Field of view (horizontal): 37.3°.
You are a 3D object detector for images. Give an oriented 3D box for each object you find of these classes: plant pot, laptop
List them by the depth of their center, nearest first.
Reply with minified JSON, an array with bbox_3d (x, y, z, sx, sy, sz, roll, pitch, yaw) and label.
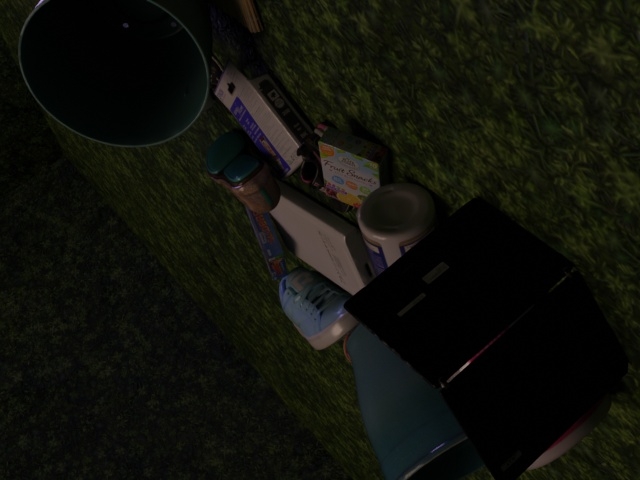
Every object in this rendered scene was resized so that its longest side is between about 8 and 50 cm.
[{"bbox_3d":[0.207,0.118,1.174,0.264,0.234,0.137,40,159,34],"label":"laptop"},{"bbox_3d":[0.174,0.230,1.501,0.255,0.271,0.272,61,169,25],"label":"plant pot"},{"bbox_3d":[-0.306,-0.338,1.523,0.235,0.292,0.293,-85,-20,-45],"label":"plant pot"}]

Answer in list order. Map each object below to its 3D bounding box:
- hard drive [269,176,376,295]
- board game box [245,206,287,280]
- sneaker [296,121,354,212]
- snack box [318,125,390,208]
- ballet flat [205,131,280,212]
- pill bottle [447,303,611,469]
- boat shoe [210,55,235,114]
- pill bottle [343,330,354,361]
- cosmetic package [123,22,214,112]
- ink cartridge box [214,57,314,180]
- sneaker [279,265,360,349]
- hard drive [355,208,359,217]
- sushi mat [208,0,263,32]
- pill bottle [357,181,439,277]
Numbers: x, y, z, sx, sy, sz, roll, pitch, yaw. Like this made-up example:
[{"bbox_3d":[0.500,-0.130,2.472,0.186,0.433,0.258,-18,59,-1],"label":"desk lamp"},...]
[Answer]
[{"bbox_3d":[0.000,0.000,1.839,0.307,0.040,0.203,34,156,48],"label":"hard drive"},{"bbox_3d":[-0.122,-0.031,1.992,0.136,0.035,0.201,85,164,-67],"label":"board game box"},{"bbox_3d":[0.004,-0.107,1.535,0.072,0.077,0.178,38,159,44],"label":"sneaker"},{"bbox_3d":[0.053,-0.102,1.429,0.100,0.037,0.141,21,153,18],"label":"snack box"},{"bbox_3d":[-0.146,-0.120,1.805,0.106,0.107,0.316,51,-178,-24],"label":"ballet flat"},{"bbox_3d":[0.242,0.152,1.282,0.283,0.160,0.160,51,164,5],"label":"pill bottle"},{"bbox_3d":[-0.188,-0.289,1.745,0.125,0.038,0.046,56,164,-11],"label":"boat shoe"},{"bbox_3d":[0.109,0.219,1.922,0.086,0.086,0.152,55,164,-9],"label":"pill bottle"},{"bbox_3d":[-0.349,-0.358,1.860,0.224,0.138,0.224,41,160,38],"label":"cosmetic package"},{"bbox_3d":[-0.094,-0.212,1.634,0.208,0.045,0.206,51,165,-3],"label":"ink cartridge box"},{"bbox_3d":[-0.017,0.131,1.997,0.150,0.135,0.366,52,163,-10],"label":"sneaker"},{"bbox_3d":[0.113,-0.013,1.535,0.135,0.022,0.094,49,163,11],"label":"hard drive"},{"bbox_3d":[-0.172,-0.457,1.383,0.151,0.019,0.317,40,160,39],"label":"sushi mat"},{"bbox_3d":[0.127,0.016,1.395,0.112,0.112,0.187,38,158,40],"label":"pill bottle"}]
